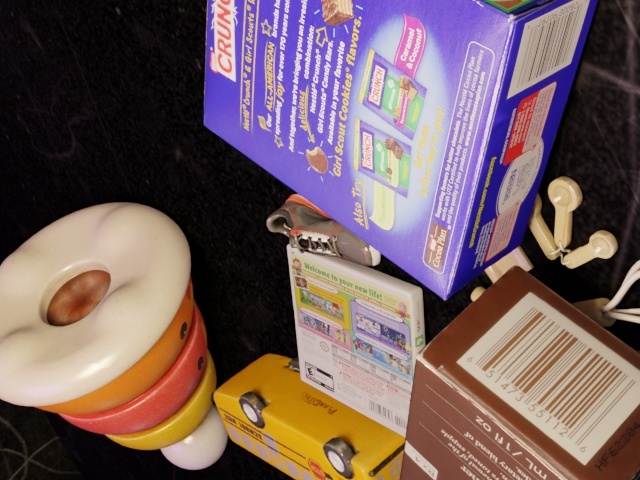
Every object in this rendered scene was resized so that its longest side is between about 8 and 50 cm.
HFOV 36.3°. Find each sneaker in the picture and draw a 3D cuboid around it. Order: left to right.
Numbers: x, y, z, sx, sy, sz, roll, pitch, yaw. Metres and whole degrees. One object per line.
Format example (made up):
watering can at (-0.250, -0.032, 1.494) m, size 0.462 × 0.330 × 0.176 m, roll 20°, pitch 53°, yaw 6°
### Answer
sneaker at (0.000, 0.000, 1.087) m, size 0.158 × 0.065 × 0.061 m, roll 24°, pitch 136°, yaw 44°

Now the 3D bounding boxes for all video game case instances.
video game case at (0.042, 0.115, 1.145) m, size 0.212 × 0.023 × 0.193 m, roll 21°, pitch 125°, yaw 46°

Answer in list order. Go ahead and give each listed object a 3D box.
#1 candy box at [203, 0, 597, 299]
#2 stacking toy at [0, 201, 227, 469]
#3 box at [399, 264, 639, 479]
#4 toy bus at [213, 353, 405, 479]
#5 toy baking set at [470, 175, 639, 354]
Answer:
candy box at (0.044, -0.152, 0.818) m, size 0.317 × 0.122 × 0.268 m, roll 37°, pitch 139°, yaw 29°
stacking toy at (-0.277, 0.205, 1.532) m, size 0.350 × 0.350 × 0.480 m, roll 27°, pitch 157°, yaw 41°
box at (0.184, 0.219, 0.908) m, size 0.191 × 0.143 × 0.381 m, roll 38°, pitch 153°, yaw 27°
toy bus at (-0.004, 0.250, 1.279) m, size 0.332 × 0.108 × 0.130 m, roll 17°, pitch 131°, yaw 48°
toy baking set at (0.224, 0.054, 0.845) m, size 0.256 × 0.030 × 0.197 m, roll 43°, pitch 147°, yaw 24°
